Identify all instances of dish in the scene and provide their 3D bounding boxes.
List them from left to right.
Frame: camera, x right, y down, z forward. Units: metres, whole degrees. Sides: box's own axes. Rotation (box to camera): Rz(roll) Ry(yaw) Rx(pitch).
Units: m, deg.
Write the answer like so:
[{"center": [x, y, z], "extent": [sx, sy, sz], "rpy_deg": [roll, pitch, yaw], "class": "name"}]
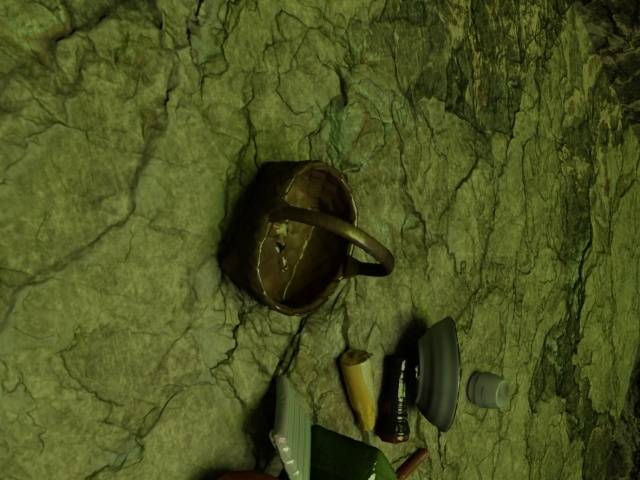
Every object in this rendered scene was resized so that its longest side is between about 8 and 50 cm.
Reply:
[{"center": [0.300, 0.362, 1.874], "extent": [0.316, 0.106, 0.317], "rpy_deg": [4, 90, -90], "class": "dish"}]

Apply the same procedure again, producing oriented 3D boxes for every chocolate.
[{"center": [0.102, 0.387, 1.746], "extent": [0.085, 0.085, 0.219], "rpy_deg": [-29, 119, -41], "class": "chocolate"}]

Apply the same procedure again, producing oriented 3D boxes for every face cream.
[{"center": [0.540, 0.482, 2.198], "extent": [0.117, 0.104, 0.117], "rpy_deg": [-7, 100, -48], "class": "face cream"}]

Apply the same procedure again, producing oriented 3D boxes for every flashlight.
[{"center": [0.203, 0.424, 1.850], "extent": [0.093, 0.093, 0.232], "rpy_deg": [4, 88, -47], "class": "flashlight"}]

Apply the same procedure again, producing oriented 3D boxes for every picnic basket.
[{"center": [0.000, 0.000, 1.415], "extent": [0.293, 0.337, 0.337], "rpy_deg": [38, 67, -43], "class": "picnic basket"}]

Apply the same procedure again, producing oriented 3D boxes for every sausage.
[{"center": [0.267, 0.646, 1.976], "extent": [0.147, 0.030, 0.035], "rpy_deg": [-26, 110, -43], "class": "sausage"}]

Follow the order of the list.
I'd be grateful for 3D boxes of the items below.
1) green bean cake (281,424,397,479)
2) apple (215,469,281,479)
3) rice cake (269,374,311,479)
[{"center": [0.037, 0.560, 1.561], "extent": [0.125, 0.248, 0.222], "rpy_deg": [52, 57, -38], "class": "green bean cake"}, {"center": [-0.144, 0.605, 1.410], "extent": [0.271, 0.206, 0.252], "rpy_deg": [32, 83, -42], "class": "apple"}, {"center": [-0.063, 0.427, 1.516], "extent": [0.198, 0.037, 0.189], "rpy_deg": [-83, 154, -63], "class": "rice cake"}]
